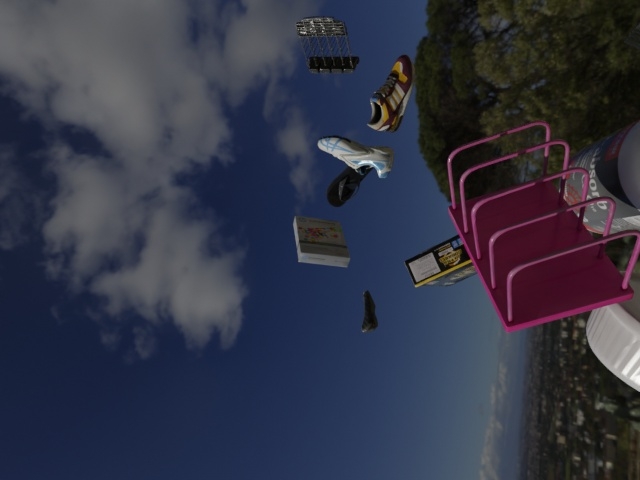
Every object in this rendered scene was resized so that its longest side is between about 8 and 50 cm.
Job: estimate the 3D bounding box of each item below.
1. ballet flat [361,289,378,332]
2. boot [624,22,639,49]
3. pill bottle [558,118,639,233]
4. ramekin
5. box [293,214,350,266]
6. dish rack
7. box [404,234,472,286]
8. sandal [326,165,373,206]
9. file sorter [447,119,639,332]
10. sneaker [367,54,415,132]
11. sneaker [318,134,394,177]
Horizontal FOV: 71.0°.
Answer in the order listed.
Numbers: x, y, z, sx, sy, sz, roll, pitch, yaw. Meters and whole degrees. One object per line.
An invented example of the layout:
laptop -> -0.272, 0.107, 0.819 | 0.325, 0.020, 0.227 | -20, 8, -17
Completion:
ballet flat -> 0.141, 0.209, 1.362 | 0.057, 0.049, 0.173 | 58, -163, -25
boot -> 0.853, -0.490, 1.037 | 0.077, 0.213, 0.165 | -13, -44, -51
pill bottle -> 0.625, -0.125, 0.834 | 0.363, 0.210, 0.210 | 35, -120, -84
ramekin -> 0.630, 0.182, 0.819 | 0.273, 0.273, 0.127 | -43, -28, -56
box -> 0.000, 0.000, 1.312 | 0.186, 0.145, 0.038 | -102, 24, -54
dish rack -> 0.024, -0.742, 1.697 | 0.271, 0.208, 0.074 | 60, -141, -62
box -> 0.392, 0.037, 1.163 | 0.322, 0.257, 0.079 | 10, -128, -61
sandal -> 0.094, -0.187, 1.483 | 0.097, 0.254, 0.054 | 3, -123, -27
file sorter -> 0.354, -0.037, 0.756 | 0.182, 0.202, 0.290 | 64, -169, -47
sneaker -> 0.169, -0.358, 1.089 | 0.084, 0.069, 0.185 | 1, -71, -28
sneaker -> 0.083, -0.223, 1.174 | 0.085, 0.237, 0.086 | -3, -68, -52
